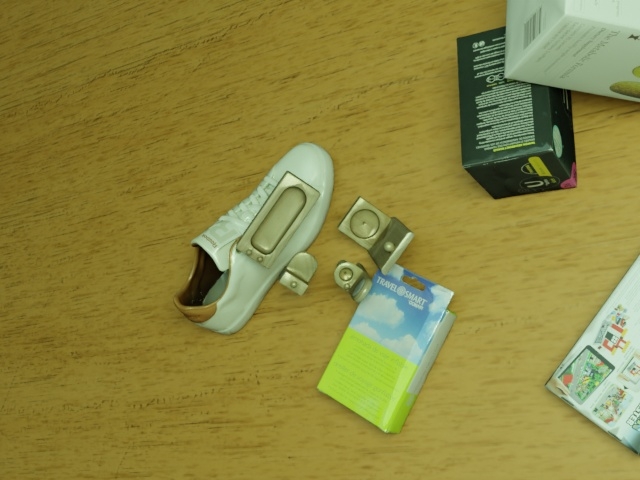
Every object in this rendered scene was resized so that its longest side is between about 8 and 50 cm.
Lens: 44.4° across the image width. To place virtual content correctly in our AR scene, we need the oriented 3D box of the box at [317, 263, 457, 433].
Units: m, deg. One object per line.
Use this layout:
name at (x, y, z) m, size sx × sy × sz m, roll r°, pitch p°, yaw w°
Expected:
box at (0.083, 0.124, 0.933) m, size 0.109 × 0.042 × 0.178 m, roll 26°, pitch 89°, yaw 32°

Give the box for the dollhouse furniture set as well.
dollhouse furniture set at (0.000, 0.000, 0.930) m, size 0.151 × 0.123 × 0.144 m, roll 34°, pitch 96°, yaw -9°

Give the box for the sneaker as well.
sneaker at (-0.087, -0.010, 1.026) m, size 0.106 × 0.123 × 0.290 m, roll 31°, pitch 90°, yaw 35°

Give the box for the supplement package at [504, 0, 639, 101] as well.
supplement package at (0.325, -0.227, 0.778) m, size 0.244 × 0.139 × 0.134 m, roll 8°, pitch 76°, yaw -9°

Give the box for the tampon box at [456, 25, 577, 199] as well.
tampon box at (0.224, -0.145, 0.889) m, size 0.101 × 0.120 × 0.161 m, roll -8°, pitch 71°, yaw 29°

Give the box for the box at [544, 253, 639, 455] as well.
box at (0.337, 0.101, 0.799) m, size 0.114 × 0.036 × 0.207 m, roll 38°, pitch 95°, yaw 32°
